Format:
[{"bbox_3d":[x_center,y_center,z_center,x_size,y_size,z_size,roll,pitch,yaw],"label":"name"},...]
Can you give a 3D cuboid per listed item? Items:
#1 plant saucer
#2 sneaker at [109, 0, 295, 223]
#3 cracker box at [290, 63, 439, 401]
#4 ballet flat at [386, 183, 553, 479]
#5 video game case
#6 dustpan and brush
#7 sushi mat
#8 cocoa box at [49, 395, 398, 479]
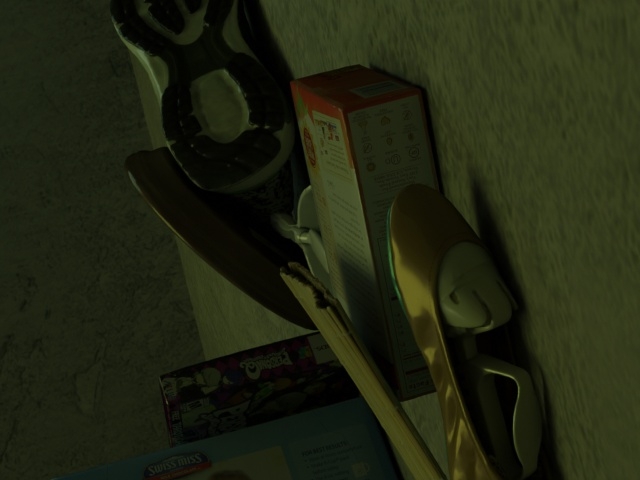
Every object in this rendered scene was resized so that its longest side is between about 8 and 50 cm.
[{"bbox_3d":[-0.091,-0.010,1.582,0.278,0.041,0.278,41,-172,-7],"label":"plant saucer"},{"bbox_3d":[-0.120,-0.175,1.648,0.182,0.158,0.410,65,-174,-53],"label":"sneaker"},{"bbox_3d":[0.046,-0.010,1.149,0.156,0.067,0.232,-138,35,-69],"label":"cracker box"},{"bbox_3d":[0.108,0.071,0.981,0.073,0.080,0.232,-7,101,51],"label":"ballet flat"},{"bbox_3d":[-0.064,0.187,1.609,0.232,0.210,0.042,93,159,-57],"label":"video game case"},{"bbox_3d":[0.000,0.000,1.425,0.211,0.060,0.147,-132,29,-68],"label":"dustpan and brush"},{"bbox_3d":[0.067,0.157,1.132,0.316,0.019,0.151,58,175,-14],"label":"sushi mat"},{"bbox_3d":[-0.081,0.346,1.534,0.228,0.347,0.231,92,161,-54],"label":"cocoa box"}]
